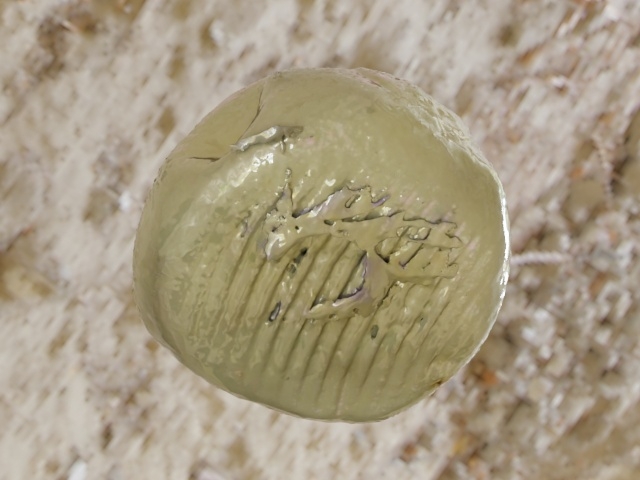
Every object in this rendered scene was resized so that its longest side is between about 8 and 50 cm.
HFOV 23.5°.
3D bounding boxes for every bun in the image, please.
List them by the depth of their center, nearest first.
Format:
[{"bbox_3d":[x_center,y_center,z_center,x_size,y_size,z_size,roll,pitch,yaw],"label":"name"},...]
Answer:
[{"bbox_3d":[0.005,-0.001,1.070,0.168,0.273,0.273,-92,-161,-57],"label":"bun"}]
